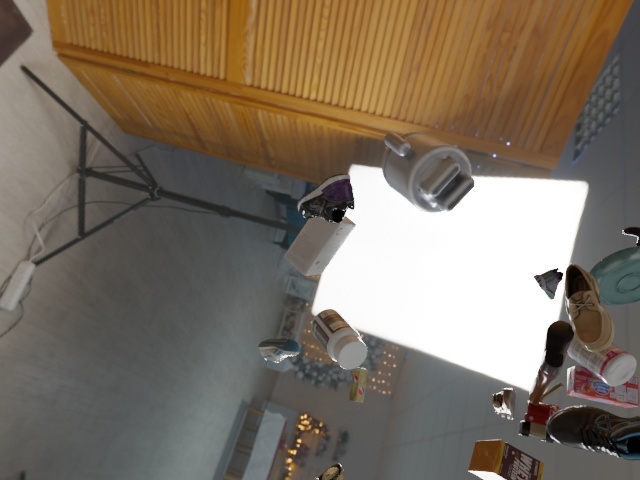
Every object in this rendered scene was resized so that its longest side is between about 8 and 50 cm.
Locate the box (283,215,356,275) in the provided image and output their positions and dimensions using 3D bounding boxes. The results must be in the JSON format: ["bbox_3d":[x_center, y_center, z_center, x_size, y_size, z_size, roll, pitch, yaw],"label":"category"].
[{"bbox_3d":[0.000,0.000,2.255,0.345,0.168,0.215,-55,158,14],"label":"box"}]

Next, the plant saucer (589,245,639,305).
[{"bbox_3d":[1.255,0.160,1.725,0.043,0.318,0.317,-86,-176,-54],"label":"plant saucer"}]

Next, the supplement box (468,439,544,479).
[{"bbox_3d":[0.744,0.914,1.706,0.129,0.194,0.191,-61,179,-29],"label":"supplement box"}]

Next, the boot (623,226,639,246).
[{"bbox_3d":[1.421,-0.012,1.888,0.099,0.121,0.045,-60,137,-34],"label":"boot"}]

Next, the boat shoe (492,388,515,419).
[{"bbox_3d":[0.994,0.889,2.307,0.123,0.117,0.324,-63,146,-32],"label":"boat shoe"}]

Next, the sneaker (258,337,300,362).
[{"bbox_3d":[-0.185,0.522,1.998,0.087,0.229,0.092,-38,115,-50],"label":"sneaker"}]

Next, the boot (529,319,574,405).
[{"bbox_3d":[0.921,0.489,1.697,0.280,0.096,0.264,82,30,-41],"label":"boot"}]

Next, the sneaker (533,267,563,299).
[{"bbox_3d":[0.908,0.168,1.647,0.224,0.098,0.083,27,34,-50],"label":"sneaker"}]

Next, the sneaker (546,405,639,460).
[{"bbox_3d":[0.858,0.578,1.268,0.140,0.341,0.124,0,78,-52],"label":"sneaker"}]

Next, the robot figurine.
[{"bbox_3d":[0.309,-0.209,1.272,0.200,0.300,0.353,-45,-151,8],"label":"robot figurine"}]

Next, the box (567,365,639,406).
[{"bbox_3d":[1.288,0.671,1.945,0.122,0.257,0.128,65,37,-62],"label":"box"}]

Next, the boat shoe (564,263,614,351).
[{"bbox_3d":[0.898,0.224,1.454,0.122,0.110,0.341,-35,-158,37],"label":"boat shoe"}]

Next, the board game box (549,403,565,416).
[{"bbox_3d":[1.254,0.913,2.263,0.169,0.133,0.033,-20,-92,60],"label":"board game box"}]

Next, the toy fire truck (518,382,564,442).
[{"bbox_3d":[0.933,0.708,1.779,0.217,0.159,0.246,48,52,-59],"label":"toy fire truck"}]

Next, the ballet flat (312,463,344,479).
[{"bbox_3d":[0.004,0.890,1.560,0.206,0.073,0.067,-20,118,-40],"label":"ballet flat"}]

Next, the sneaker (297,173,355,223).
[{"bbox_3d":[0.013,-0.101,1.368,0.283,0.107,0.124,-34,-111,59],"label":"sneaker"}]

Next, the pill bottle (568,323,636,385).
[{"bbox_3d":[1.224,0.501,1.897,0.283,0.161,0.160,-127,-133,-66],"label":"pill bottle"}]

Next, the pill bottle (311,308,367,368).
[{"bbox_3d":[0.101,0.545,2.362,0.361,0.204,0.204,-140,-120,-62],"label":"pill bottle"}]

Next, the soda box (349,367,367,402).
[{"bbox_3d":[0.212,0.803,2.363,0.058,0.061,0.181,-11,-119,49],"label":"soda box"}]
